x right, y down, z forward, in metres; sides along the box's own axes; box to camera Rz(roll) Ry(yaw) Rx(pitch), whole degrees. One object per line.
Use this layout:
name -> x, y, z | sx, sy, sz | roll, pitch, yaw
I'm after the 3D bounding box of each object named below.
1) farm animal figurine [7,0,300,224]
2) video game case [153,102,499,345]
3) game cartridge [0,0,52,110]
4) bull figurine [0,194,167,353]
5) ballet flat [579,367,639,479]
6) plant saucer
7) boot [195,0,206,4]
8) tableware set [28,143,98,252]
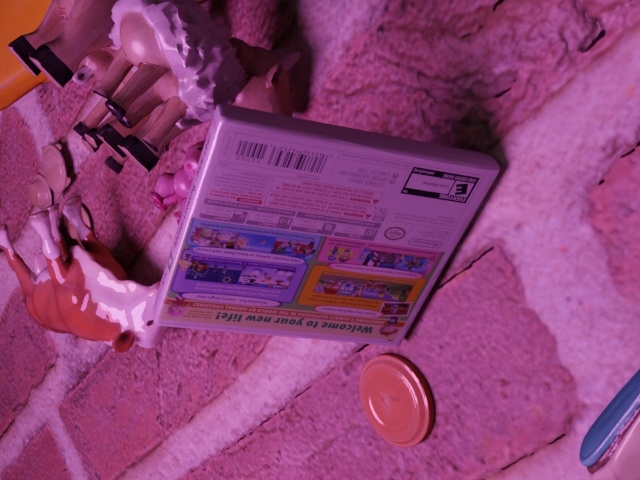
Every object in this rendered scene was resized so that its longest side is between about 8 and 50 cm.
farm animal figurine -> -0.119, -0.138, 0.748 | 0.330, 0.172, 0.327 | 33, 167, 38
video game case -> 0.000, 0.000, 0.647 | 0.023, 0.212, 0.193 | -108, 33, -46
game cartridge -> -0.318, -0.304, 0.931 | 0.323, 0.052, 0.285 | -3, 87, 54
bull figurine -> -0.293, 0.047, 1.046 | 0.310, 0.101, 0.188 | -9, 106, 52
ballet flat -> 0.238, 0.063, 0.499 | 0.086, 0.086, 0.248 | 44, 132, 31
plant saucer -> 0.063, 0.140, 0.755 | 0.083, 0.013, 0.083 | 16, 112, 44
boot -> -0.215, -0.326, 0.882 | 0.269, 0.089, 0.236 | 2, 102, 49
tableware set -> -0.352, -0.042, 1.166 | 0.141, 0.020, 0.169 | -29, 81, 49
